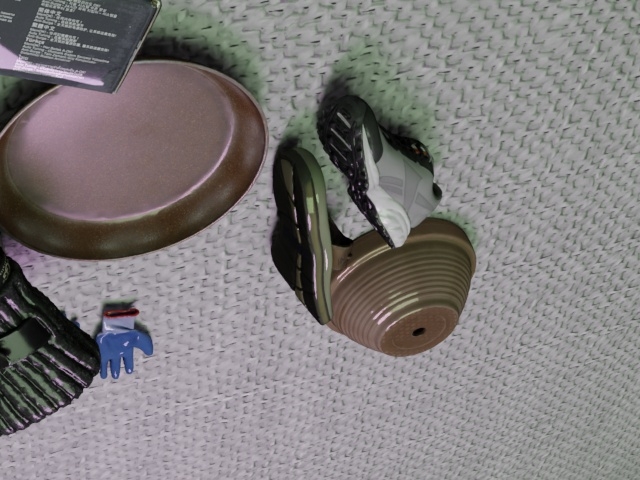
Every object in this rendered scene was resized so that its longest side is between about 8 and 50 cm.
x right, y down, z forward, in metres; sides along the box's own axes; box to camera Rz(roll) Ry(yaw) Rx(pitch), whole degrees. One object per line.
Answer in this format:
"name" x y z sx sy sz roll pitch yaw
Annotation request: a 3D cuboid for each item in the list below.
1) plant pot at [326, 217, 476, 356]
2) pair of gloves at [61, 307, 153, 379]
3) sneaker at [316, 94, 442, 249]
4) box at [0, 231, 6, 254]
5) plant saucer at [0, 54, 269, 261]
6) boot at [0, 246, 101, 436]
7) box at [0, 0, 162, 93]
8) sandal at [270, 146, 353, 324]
"plant pot" 0.119 0.085 1.648 0.237 0.109 0.237 -16 145 -12
"pair of gloves" -0.314 0.140 1.557 0.198 0.023 0.159 -7 143 -22
"sneaker" 0.076 -0.097 1.408 0.108 0.100 0.271 -38 148 -3
"box" -0.408 0.096 1.410 0.063 0.067 0.324 -8 142 -19
"plant saucer" -0.210 -0.093 1.282 0.311 0.050 0.310 -14 144 -10
"boot" -0.439 0.109 1.264 0.348 0.131 0.260 -11 137 15
"box" -0.330 -0.256 0.764 0.395 0.318 0.097 6 136 -34
"sandal" 0.001 0.000 1.471 0.086 0.120 0.302 -26 147 -20
